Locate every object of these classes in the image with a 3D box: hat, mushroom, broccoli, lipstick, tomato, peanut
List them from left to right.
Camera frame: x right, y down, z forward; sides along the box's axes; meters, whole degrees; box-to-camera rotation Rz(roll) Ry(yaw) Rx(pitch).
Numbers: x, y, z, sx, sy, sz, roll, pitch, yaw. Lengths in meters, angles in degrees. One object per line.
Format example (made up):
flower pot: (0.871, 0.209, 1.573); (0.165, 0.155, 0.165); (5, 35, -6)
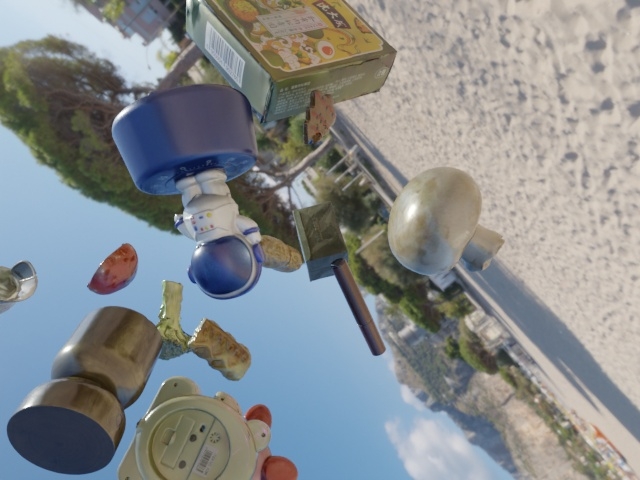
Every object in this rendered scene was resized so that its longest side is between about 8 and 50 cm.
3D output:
hat: (-1.127, 0.182, 1.599); (0.232, 0.275, 0.161); (-62, -34, -55)
tomato: (-0.536, 0.085, 1.211); (0.069, 0.155, 0.155); (35, -171, -1)
broccoli: (-0.706, 0.355, 2.046); (0.252, 0.221, 0.361); (-11, -106, -36)
peanut: (-0.133, 0.048, 1.396); (0.108, 0.095, 0.226); (13, 171, 32)
lipstick: (0.124, 0.218, 1.463); (0.057, 0.057, 0.356); (-102, -12, -72)
mushroom: (0.335, -0.041, 1.205); (0.290, 0.297, 0.297); (20, -164, -13)

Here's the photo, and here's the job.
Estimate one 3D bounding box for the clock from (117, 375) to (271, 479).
clock: (-0.298, 0.509, 1.105); (0.310, 0.283, 0.114); (22, 157, 6)

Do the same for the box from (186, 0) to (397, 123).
box: (-0.073, -0.513, 1.175); (0.373, 0.420, 0.138); (52, 147, 20)

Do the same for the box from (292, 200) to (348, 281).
box: (0.000, 0.000, 1.630); (0.155, 0.149, 0.231); (81, 173, -55)

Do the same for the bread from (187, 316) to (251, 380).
bread: (-0.291, 0.325, 1.362); (0.232, 0.088, 0.128); (53, -155, -30)

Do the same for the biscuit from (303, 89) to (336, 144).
biscuit: (-0.003, -0.275, 1.039); (0.019, 0.129, 0.119); (20, 172, 33)

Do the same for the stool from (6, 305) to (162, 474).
stool: (-0.432, 0.273, 0.870); (0.179, 0.179, 0.264); (45, -160, -22)

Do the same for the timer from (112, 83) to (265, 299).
timer: (-0.216, -0.073, 0.884); (0.270, 0.271, 0.383); (-1, -107, -78)

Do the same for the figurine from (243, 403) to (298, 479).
figurine: (-0.258, 0.699, 1.420); (0.211, 0.261, 0.269); (-1, -120, -58)
